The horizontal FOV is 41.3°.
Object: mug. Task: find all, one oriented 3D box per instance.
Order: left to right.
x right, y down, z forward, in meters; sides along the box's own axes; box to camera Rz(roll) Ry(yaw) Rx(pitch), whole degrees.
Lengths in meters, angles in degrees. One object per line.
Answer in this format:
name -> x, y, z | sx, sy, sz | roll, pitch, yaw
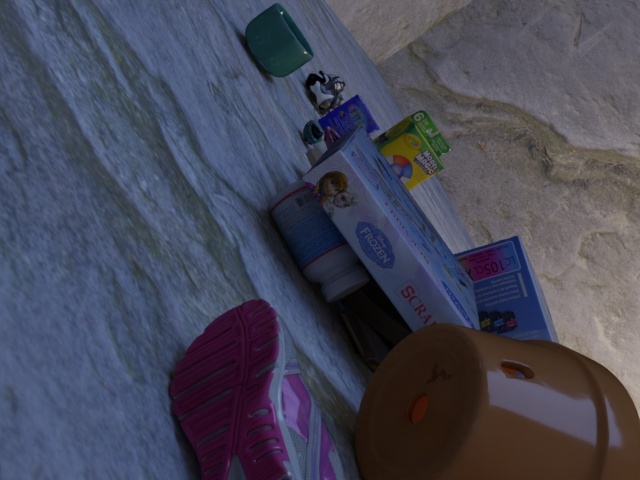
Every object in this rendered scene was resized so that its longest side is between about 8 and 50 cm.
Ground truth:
mug -> -0.086, -0.390, 1.688 | 0.129, 0.097, 0.158 | 56, 13, -4

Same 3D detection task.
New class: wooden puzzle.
wooden puzzle -> 0.052, 0.136, 1.201 | 0.116, 0.014, 0.078 | 64, 11, 23

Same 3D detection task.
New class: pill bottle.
pill bottle -> 0.000, 0.000, 1.159 | 0.160, 0.087, 0.087 | 61, 14, 12

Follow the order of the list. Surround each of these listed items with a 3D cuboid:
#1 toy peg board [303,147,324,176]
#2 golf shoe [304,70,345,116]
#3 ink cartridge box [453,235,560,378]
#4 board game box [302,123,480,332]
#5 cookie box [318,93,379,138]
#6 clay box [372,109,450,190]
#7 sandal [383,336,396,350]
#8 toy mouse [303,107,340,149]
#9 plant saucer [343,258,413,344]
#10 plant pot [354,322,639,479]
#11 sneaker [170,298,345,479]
toy peg board -> 0.037, -0.057, 1.478 | 0.160, 0.079, 0.161 | 19, 38, -45
golf shoe -> 0.008, -0.375, 2.031 | 0.094, 0.077, 0.198 | 51, 14, -24
ink cartridge box -> 0.348, 0.228, 1.456 | 0.270, 0.151, 0.396 | 47, 26, -57
board game box -> 0.111, -0.005, 1.211 | 0.319, 0.066, 0.318 | 54, 14, -6
cookie box -> 0.064, -0.260, 1.905 | 0.092, 0.107, 0.040 | 60, 13, 7
clay box -> 0.154, -0.160, 1.761 | 0.127, 0.222, 0.053 | 48, 17, -32
sandal -> 0.152, 0.162, 1.389 | 0.219, 0.060, 0.090 | 51, 15, -27
toy mouse -> 0.005, -0.196, 1.686 | 0.161, 0.031, 0.143 | -3, 64, -58
plant saucer -> 0.102, 0.079, 1.306 | 0.278, 0.041, 0.278 | 36, 19, -14
plant pot -> 0.175, 0.224, 0.953 | 0.203, 0.291, 0.291 | 30, 26, -26
sneaker -> -0.043, 0.161, 0.662 | 0.111, 0.103, 0.252 | 50, 22, -44
